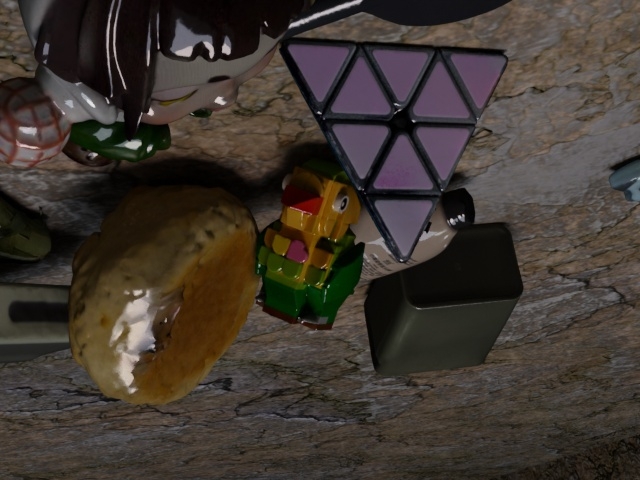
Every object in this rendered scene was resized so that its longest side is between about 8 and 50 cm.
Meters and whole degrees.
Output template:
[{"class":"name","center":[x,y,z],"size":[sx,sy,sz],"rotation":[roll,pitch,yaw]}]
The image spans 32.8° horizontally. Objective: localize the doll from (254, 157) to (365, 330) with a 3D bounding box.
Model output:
[{"class":"doll","center":[-0.005,0.003,1.120],"size":[0.134,0.106,0.186],"rotation":[-36,141,-46]}]

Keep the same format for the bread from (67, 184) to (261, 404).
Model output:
[{"class":"bread","center":[-0.168,0.049,1.126],"size":[0.134,0.244,0.244],"rotation":[32,174,25]}]

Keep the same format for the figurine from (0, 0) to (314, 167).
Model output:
[{"class":"figurine","center":[-0.114,-0.146,0.718],"size":[0.281,0.167,0.370],"rotation":[-36,180,-23]}]

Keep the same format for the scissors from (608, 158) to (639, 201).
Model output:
[{"class":"scissors","center":[0.507,-0.093,1.222],"size":[0.360,0.029,0.191],"rotation":[-2,156,-14]}]

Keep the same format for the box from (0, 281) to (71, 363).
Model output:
[{"class":"box","center":[-0.478,0.098,1.149],"size":[0.373,0.091,0.367],"rotation":[-9,171,28]}]

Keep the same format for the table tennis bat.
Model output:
[{"class":"table tennis bat","center":[0.062,-0.196,0.822],"size":[0.236,0.027,0.150],"rotation":[-15,158,16]}]

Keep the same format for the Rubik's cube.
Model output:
[{"class":"Rubik's cube","center":[0.048,-0.138,0.943],"size":[0.190,0.211,0.178],"rotation":[-46,125,9]}]

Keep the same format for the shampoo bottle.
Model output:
[{"class":"shampoo bottle","center":[0.055,-0.001,1.233],"size":[0.256,0.078,0.127],"rotation":[-17,142,26]}]

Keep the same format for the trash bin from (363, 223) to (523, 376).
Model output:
[{"class":"trash bin","center":[0.159,0.078,1.422],"size":[0.164,0.122,0.240],"rotation":[-4,156,-9]}]

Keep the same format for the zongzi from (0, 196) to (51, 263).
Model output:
[{"class":"zongzi","center":[-0.312,-0.020,1.109],"size":[0.109,0.055,0.119],"rotation":[6,144,-36]}]
